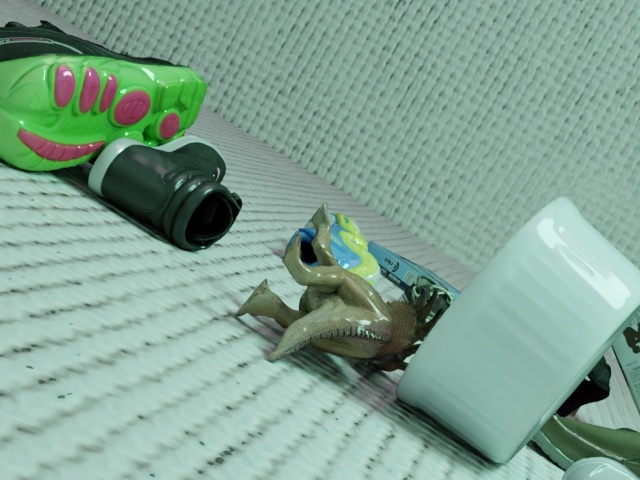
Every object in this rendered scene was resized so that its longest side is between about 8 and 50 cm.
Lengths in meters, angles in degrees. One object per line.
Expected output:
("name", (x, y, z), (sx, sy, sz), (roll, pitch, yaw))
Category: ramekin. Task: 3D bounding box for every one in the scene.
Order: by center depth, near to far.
("ramekin", (0.218, 0.101, 1.388), (0.135, 0.277, 0.277), (41, 8, 14))

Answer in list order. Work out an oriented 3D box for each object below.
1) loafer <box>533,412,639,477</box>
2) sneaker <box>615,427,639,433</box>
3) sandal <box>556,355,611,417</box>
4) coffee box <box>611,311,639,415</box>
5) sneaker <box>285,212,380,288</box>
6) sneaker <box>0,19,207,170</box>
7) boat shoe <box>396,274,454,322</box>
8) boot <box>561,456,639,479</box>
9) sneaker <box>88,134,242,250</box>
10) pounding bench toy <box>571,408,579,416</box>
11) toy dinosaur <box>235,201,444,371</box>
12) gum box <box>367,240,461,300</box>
("loafer", (0.363, 0.262, 1.604), (0.251, 0.087, 0.094), (32, 6, 8))
("sneaker", (0.426, 0.284, 1.910), (0.083, 0.032, 0.037), (7, -11, 18))
("sandal", (0.326, 0.196, 1.828), (0.107, 0.167, 0.446), (66, 12, 5))
("coffee box", (0.511, 0.216, 1.886), (0.297, 0.119, 0.168), (70, 16, 13))
("sneaker", (0.000, 0.000, 1.959), (0.126, 0.091, 0.240), (27, 8, -28))
("sneaker", (-0.286, -0.181, 1.595), (0.202, 0.185, 0.483), (37, 6, 15))
("boat shoe", (0.170, 0.100, 2.069), (0.077, 0.070, 0.219), (29, 6, -14))
("boot", (0.333, 0.303, 1.224), (0.258, 0.095, 0.123), (29, 19, 4))
("sneaker", (-0.152, -0.051, 1.610), (0.147, 0.104, 0.296), (34, 12, 14))
("pounding bench toy", (0.381, 0.232, 2.113), (0.083, 0.052, 0.065), (32, 6, 9))
("toy dinosaur", (0.035, 0.080, 1.367), (0.200, 0.127, 0.296), (38, 12, 0))
("gum box", (0.185, 0.076, 2.489), (0.184, 0.041, 0.157), (27, 7, -44))
